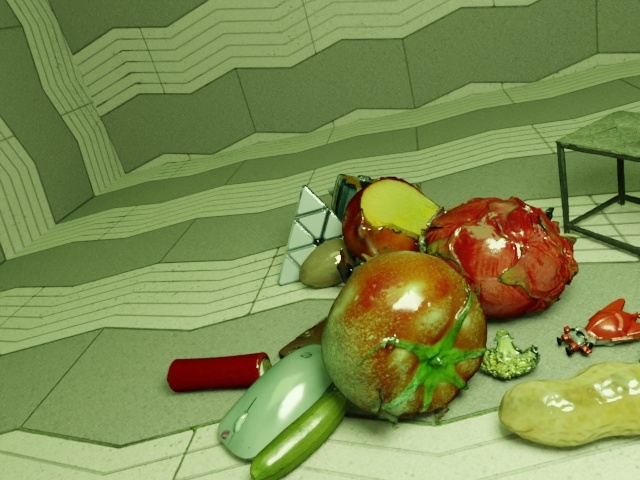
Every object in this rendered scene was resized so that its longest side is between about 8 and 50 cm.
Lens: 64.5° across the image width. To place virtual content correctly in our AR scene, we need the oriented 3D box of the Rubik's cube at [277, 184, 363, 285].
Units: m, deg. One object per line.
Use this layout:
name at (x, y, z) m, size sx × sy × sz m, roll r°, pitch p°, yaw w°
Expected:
Rubik's cube at (-0.001, -0.001, 1.567) m, size 0.228 × 0.234 × 0.228 m, roll 10°, pitch -37°, yaw -35°

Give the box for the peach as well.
peach at (0.181, -0.019, 1.378) m, size 0.258 × 0.201 × 0.361 m, roll 48°, pitch 38°, yaw 19°

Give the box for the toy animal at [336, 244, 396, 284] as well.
toy animal at (0.152, 0.113, 1.213) m, size 0.298 × 0.186 × 0.122 m, roll 34°, pitch 47°, yaw 26°

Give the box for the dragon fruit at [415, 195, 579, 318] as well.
dragon fruit at (0.383, 0.035, 1.118) m, size 0.342 × 0.278 × 0.277 m, roll -7°, pitch 26°, yaw 15°

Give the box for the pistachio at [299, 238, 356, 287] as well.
pistachio at (0.024, 0.069, 1.442) m, size 0.185 × 0.126 × 0.108 m, roll -34°, pitch -11°, yaw -6°

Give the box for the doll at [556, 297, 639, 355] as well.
doll at (0.546, 0.171, 0.980) m, size 0.168 × 0.057 × 0.109 m, roll -17°, pitch 27°, yaw -3°

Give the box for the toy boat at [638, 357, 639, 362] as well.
toy boat at (0.589, 0.225, 0.840) m, size 0.069 × 0.059 × 0.173 m, roll -13°, pitch 25°, yaw 7°

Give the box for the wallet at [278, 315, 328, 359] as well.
wallet at (-0.014, 0.239, 1.218) m, size 0.176 × 0.026 × 0.095 m, roll -31°, pitch 26°, yaw -30°

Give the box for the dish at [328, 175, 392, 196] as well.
dish at (0.168, -0.136, 1.771) m, size 0.243 × 0.182 × 0.080 m, roll -8°, pitch 70°, yaw 27°

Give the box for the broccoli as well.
broccoli at (0.356, 0.217, 0.965) m, size 0.095 × 0.092 × 0.097 m, roll -12°, pitch 4°, yaw -21°

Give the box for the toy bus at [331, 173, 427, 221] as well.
toy bus at (0.182, -0.115, 1.597) m, size 0.275 × 0.139 × 0.167 m, roll 7°, pitch 25°, yaw -10°

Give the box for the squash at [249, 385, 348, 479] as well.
squash at (-0.024, 0.355, 0.935) m, size 0.252 × 0.066 × 0.066 m, roll -33°, pitch 30°, yaw -30°

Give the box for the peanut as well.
peanut at (0.424, 0.256, 0.815) m, size 0.274 × 0.111 × 0.125 m, roll -12°, pitch 21°, yaw 9°

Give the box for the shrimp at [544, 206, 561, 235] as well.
shrimp at (0.540, 0.012, 1.306) m, size 0.289 × 0.075 × 0.178 m, roll -25°, pitch 34°, yaw -19°

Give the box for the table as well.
table at (0.775, -0.124, 1.197) m, size 0.222 × 0.273 × 0.335 m, roll -24°, pitch 27°, yaw -14°

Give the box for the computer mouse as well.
computer mouse at (-0.077, 0.309, 1.030) m, size 0.288 × 0.097 × 0.159 m, roll -30°, pitch 30°, yaw -29°

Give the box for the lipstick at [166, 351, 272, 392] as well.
lipstick at (-0.230, 0.301, 1.158) m, size 0.241 × 0.080 × 0.080 m, roll -8°, pitch 26°, yaw 18°

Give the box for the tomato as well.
tomato at (0.148, 0.173, 0.948) m, size 0.303 × 0.304 × 0.239 m, roll -25°, pitch 28°, yaw -18°
